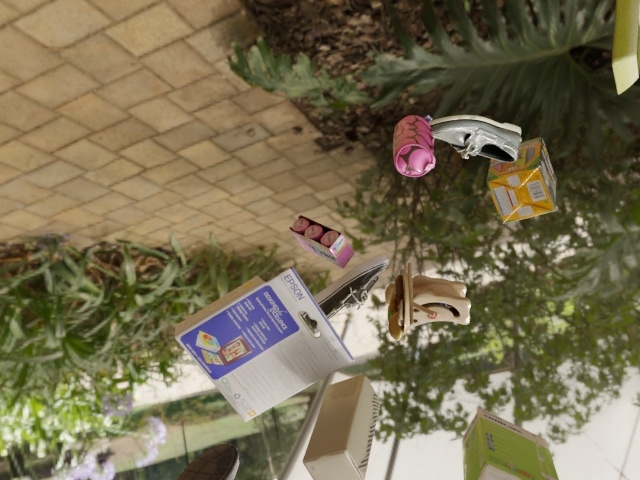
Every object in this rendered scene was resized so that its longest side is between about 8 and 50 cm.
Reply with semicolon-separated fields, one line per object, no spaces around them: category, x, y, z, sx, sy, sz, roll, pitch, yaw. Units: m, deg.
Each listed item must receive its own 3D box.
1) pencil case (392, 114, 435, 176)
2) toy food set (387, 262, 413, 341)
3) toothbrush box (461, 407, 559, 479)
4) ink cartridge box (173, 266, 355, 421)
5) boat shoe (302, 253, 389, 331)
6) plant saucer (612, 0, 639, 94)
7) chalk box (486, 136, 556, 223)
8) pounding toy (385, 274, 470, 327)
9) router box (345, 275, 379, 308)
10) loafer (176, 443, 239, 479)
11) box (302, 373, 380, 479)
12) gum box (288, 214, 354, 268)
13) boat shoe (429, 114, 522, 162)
pencil case;0.216;-0.215;1.372;0.098;0.209;0.095;33;120;-10
toy food set;0.145;0.119;1.132;0.038;0.132;0.192;-1;161;3
toothbrush box;0.485;0.584;1.563;0.206;0.122;0.283;25;-164;5
ink cartridge box;-0.125;0.237;1.400;0.307;0.304;0.072;-31;-155;1
boat shoe;0.088;0.158;1.799;0.306;0.105;0.113;-33;167;-6
plant saucer;0.689;-0.449;1.354;0.045;0.188;0.188;3;172;31
chalk box;0.687;-0.221;2.058;0.179;0.180;0.289;-15;-155;29
pounding toy;0.299;0.205;1.715;0.269;0.155;0.154;10;130;-9
router box;0.124;0.158;1.930;0.122;0.038;0.092;-49;-176;-22
loafer;-0.268;0.568;1.290;0.109;0.095;0.302;6;-152;23
box;0.055;0.429;1.377;0.113;0.094;0.275;-23;-164;22
gum box;0.000;0.000;1.820;0.188;0.062;0.107;26;160;40
boat shoe;0.421;-0.272;1.640;0.319;0.099;0.116;2;176;-30
